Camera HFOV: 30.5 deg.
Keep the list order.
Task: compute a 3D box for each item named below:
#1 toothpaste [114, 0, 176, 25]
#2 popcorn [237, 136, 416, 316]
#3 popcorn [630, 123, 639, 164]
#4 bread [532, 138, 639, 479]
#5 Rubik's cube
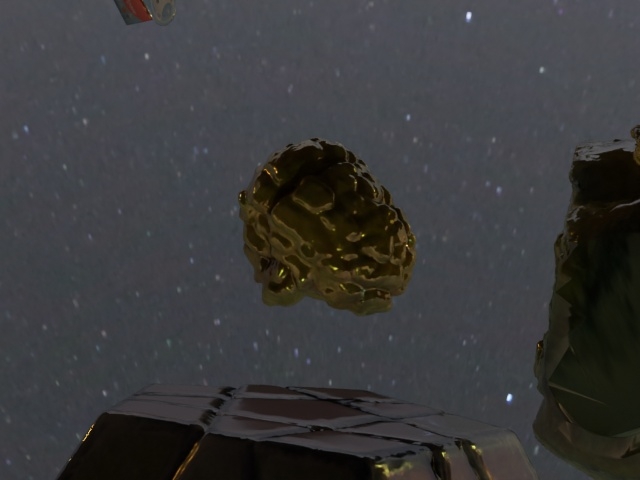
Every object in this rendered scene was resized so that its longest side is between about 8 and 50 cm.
[{"bbox_3d":[-0.205,-0.346,1.551,0.044,0.070,0.193,-6,-144,29],"label":"toothpaste"},{"bbox_3d":[0.000,0.000,1.382,0.203,0.226,0.200,-38,-126,9],"label":"popcorn"},{"bbox_3d":[0.307,-0.084,1.010,0.083,0.057,0.082,-17,-162,37],"label":"popcorn"},{"bbox_3d":[0.320,0.106,1.115,0.239,0.264,0.396,11,-75,21],"label":"bread"},{"bbox_3d":[-0.021,0.207,0.536,0.264,0.319,0.319,31,-116,1],"label":"Rubik's cube"}]
